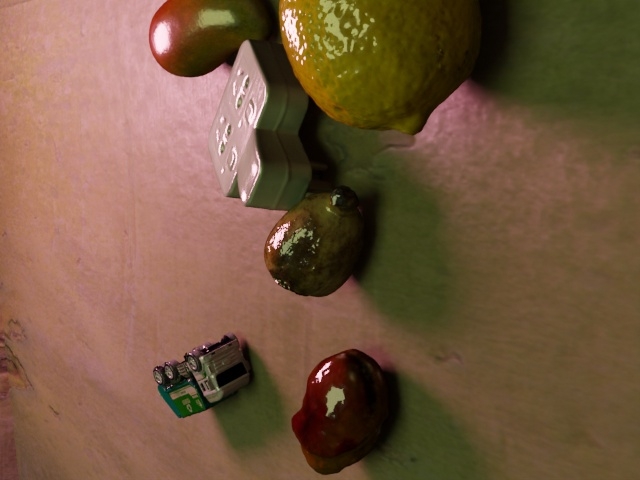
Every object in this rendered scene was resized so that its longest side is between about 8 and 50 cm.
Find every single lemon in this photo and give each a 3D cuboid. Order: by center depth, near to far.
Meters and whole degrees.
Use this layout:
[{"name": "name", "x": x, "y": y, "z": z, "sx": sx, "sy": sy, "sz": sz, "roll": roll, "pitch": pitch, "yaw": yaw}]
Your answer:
[{"name": "lemon", "x": 0.072, "y": -0.268, "z": 1.071, "sx": 0.267, "sy": 0.267, "sz": 0.267, "roll": 16, "pitch": 110, "yaw": 52}]

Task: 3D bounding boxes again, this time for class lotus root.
[{"name": "lotus root", "x": 0.000, "y": 0.000, "z": 1.325, "sx": 0.214, "sy": 0.138, "sz": 0.138, "roll": -52, "pitch": 56, "yaw": 36}]

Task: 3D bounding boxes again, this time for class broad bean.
[{"name": "broad bean", "x": 0.023, "y": 0.265, "z": 1.355, "sx": 0.156, "sy": 0.122, "sz": 0.228, "roll": 56, "pitch": 134, "yaw": 28}]

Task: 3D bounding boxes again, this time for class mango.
[{"name": "mango", "x": -0.202, "y": -0.368, "z": 1.527, "sx": 0.289, "sy": 0.129, "sz": 0.146, "roll": -16, "pitch": 82, "yaw": 45}]

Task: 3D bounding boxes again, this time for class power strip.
[{"name": "power strip", "x": -0.074, "y": -0.160, "z": 1.418, "sx": 0.229, "sy": 0.141, "sz": 0.261, "roll": -64, "pitch": 34, "yaw": 37}]

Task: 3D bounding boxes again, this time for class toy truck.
[{"name": "toy truck", "x": -0.233, "y": 0.266, "z": 1.723, "sx": 0.253, "sy": 0.114, "sz": 0.124, "roll": -26, "pitch": 90, "yaw": 53}]
